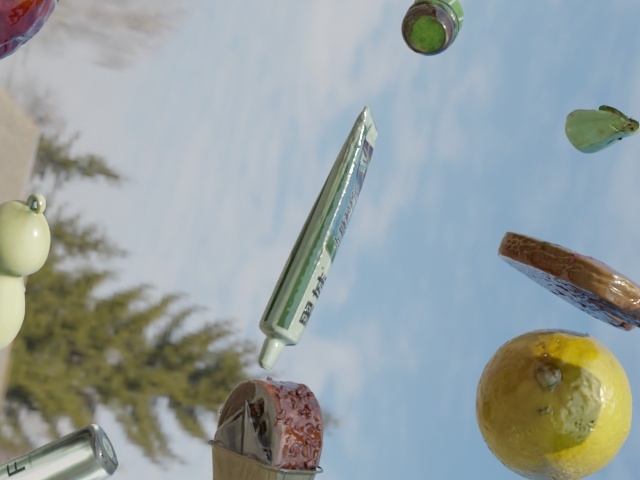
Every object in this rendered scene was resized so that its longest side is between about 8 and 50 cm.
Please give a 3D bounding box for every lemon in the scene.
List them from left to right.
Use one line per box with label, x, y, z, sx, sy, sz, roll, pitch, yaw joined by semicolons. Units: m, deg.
lemon;0.340;0.241;2.255;0.236;0.263;0.236;-21;-131;26

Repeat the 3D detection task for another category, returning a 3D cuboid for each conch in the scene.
conch;0.483;-0.191;2.593;0.170;0.105;0.079;3;-62;61

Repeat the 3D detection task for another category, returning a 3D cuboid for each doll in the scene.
doll;-0.451;0.054;2.167;0.141;0.117;0.296;49;-68;28

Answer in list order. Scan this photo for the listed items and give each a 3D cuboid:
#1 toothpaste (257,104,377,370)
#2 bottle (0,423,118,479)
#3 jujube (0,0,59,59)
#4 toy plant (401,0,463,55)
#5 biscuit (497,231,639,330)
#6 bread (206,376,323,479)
toothpaste;0.000;0.000;2.120;0.099;0.061;0.392;65;47;-67
bottle;-0.399;0.327;2.088;0.079;0.253;0.096;63;3;-17
jujube;-0.440;-0.423;2.001;0.276;0.276;0.377;-152;-99;-74
toy plant;0.188;-0.363;2.560;0.162;0.092;0.093;-60;172;-63
biscuit;0.380;0.067;2.090;0.052;0.262;0.277;-62;-151;-2
bread;-0.079;0.322;2.432;0.224;0.142;0.212;10;-93;58
